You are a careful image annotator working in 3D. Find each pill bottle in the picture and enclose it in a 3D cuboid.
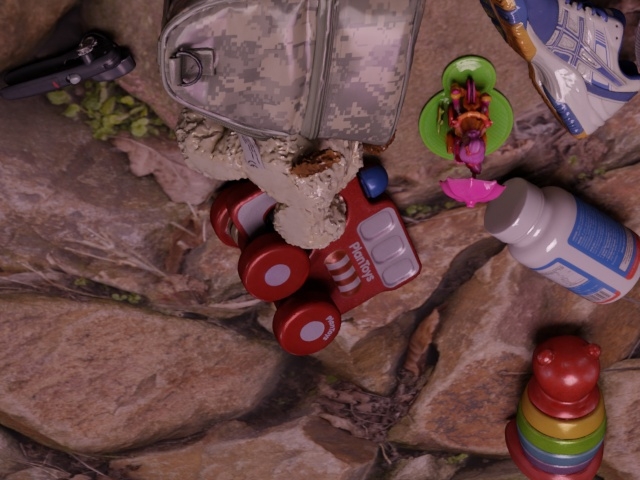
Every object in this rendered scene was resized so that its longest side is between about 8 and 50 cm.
[{"bbox_3d":[0.350,-0.004,1.384,0.221,0.124,0.124,28,128,-23],"label":"pill bottle"}]

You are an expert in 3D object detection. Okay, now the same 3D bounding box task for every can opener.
[{"bbox_3d":[-0.333,-0.216,1.235,0.186,0.059,0.073,-14,133,13],"label":"can opener"}]

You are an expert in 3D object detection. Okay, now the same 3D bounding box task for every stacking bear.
[{"bbox_3d":[0.414,0.278,1.642,0.175,0.164,0.289,-4,129,4],"label":"stacking bear"}]

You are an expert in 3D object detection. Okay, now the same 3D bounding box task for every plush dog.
[{"bbox_3d":[-0.013,-0.150,1.188,0.262,0.225,0.210,36,149,-19],"label":"plush dog"}]

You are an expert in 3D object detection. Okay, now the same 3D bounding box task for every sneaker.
[{"bbox_3d":[0.295,-0.263,1.167,0.131,0.112,0.296,-36,128,11],"label":"sneaker"}]

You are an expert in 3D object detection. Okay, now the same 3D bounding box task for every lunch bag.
[{"bbox_3d":[-0.043,-0.256,1.030,0.256,0.305,0.213,4,131,-8],"label":"lunch bag"}]

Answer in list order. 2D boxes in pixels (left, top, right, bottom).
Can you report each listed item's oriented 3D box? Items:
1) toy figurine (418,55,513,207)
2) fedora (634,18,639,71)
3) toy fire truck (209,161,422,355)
[{"bbox_3d":[0.198,-0.125,1.245,0.130,0.159,0.173,-1,133,1],"label":"toy figurine"},{"bbox_3d":[0.490,-0.286,1.108,0.275,0.124,0.244,-27,128,23],"label":"fedora"},{"bbox_3d":[0.000,0.000,1.391,0.253,0.169,0.302,-30,131,-4],"label":"toy fire truck"}]
